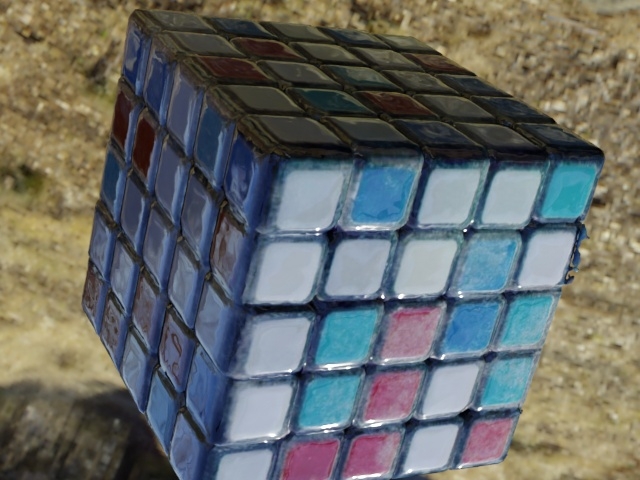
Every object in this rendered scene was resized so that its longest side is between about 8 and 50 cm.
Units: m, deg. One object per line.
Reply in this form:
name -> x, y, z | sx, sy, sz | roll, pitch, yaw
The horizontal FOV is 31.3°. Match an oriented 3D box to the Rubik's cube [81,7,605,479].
Rubik's cube -> 0.000, 0.000, 0.914 | 0.287, 0.292, 0.293 | -1, -150, -31
